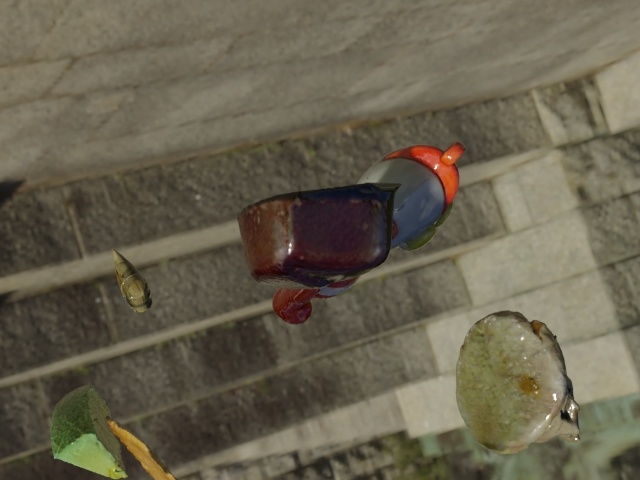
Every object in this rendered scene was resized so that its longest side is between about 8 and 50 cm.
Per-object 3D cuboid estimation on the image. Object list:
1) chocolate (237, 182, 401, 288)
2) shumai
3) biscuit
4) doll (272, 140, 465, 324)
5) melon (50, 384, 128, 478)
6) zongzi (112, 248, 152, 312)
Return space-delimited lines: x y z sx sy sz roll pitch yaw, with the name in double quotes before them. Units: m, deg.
"chocolate" 0.000 0.000 0.963 0.148 0.080 0.125 -9 176 11
"shumai" 0.285 0.193 1.538 0.120 0.201 0.201 0 164 -40
"biscuit" -0.131 0.279 1.144 0.013 0.232 0.237 -39 -168 -18
"doll" 0.064 -0.016 1.309 0.336 0.105 0.200 -45 180 43
"melon" -0.282 0.232 1.424 0.053 0.114 0.262 -47 -167 1
"zongzi" -0.274 0.059 1.608 0.040 0.083 0.076 -33 162 -13
